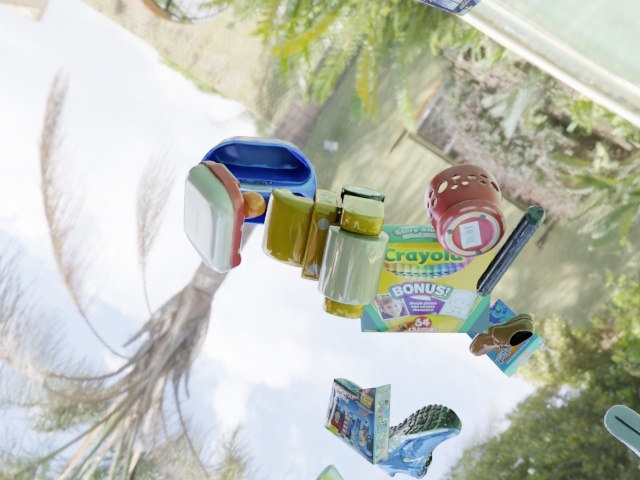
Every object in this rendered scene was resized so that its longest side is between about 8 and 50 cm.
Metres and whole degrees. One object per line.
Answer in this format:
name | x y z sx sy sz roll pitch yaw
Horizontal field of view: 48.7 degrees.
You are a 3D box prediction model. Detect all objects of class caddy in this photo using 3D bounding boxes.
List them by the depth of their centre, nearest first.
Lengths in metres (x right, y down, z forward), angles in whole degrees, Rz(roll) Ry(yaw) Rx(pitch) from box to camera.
caddy | -0.182 -0.171 2.015 0.341 0.241 0.179 4 -159 -4

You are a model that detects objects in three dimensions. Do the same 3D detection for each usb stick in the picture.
usb stick | 0.450 0.029 1.690 0.045 0.278 0.077 29 -138 6

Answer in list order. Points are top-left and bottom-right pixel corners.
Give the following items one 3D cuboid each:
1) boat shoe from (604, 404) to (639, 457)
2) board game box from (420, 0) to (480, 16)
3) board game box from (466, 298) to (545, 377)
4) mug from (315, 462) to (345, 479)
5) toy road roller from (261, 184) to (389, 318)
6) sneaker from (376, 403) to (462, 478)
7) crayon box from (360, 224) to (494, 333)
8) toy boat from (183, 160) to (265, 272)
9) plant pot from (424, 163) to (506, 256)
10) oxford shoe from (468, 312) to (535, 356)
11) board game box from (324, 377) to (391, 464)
boat shoe | 0.785 0.482 1.605 0.094 0.109 0.302 27 -167 -34
board game box | 0.304 -0.588 1.635 0.141 0.048 0.170 19 175 -10
board game box | 0.578 0.304 2.224 0.047 0.160 0.210 37 -172 -38
mug | 0.025 0.606 1.760 0.064 0.078 0.062 46 172 1
toy road roller | 0.000 0.000 1.425 0.240 0.202 0.329 10 -164 -2
sneaker | 0.275 0.566 1.959 0.147 0.330 0.130 49 -140 -3
crayon box | 0.286 0.109 1.958 0.363 0.313 0.106 -1 -145 8
toy boat | -0.174 -0.051 1.372 0.151 0.231 0.151 -21 -127 -31
plant pot | 0.364 -0.067 1.747 0.191 0.191 0.174 25 -148 -22
oxford shoe | 0.518 0.285 2.030 0.076 0.212 0.076 43 -150 -22
board game box | 0.107 0.435 1.809 0.060 0.194 0.194 -2 -160 -42
